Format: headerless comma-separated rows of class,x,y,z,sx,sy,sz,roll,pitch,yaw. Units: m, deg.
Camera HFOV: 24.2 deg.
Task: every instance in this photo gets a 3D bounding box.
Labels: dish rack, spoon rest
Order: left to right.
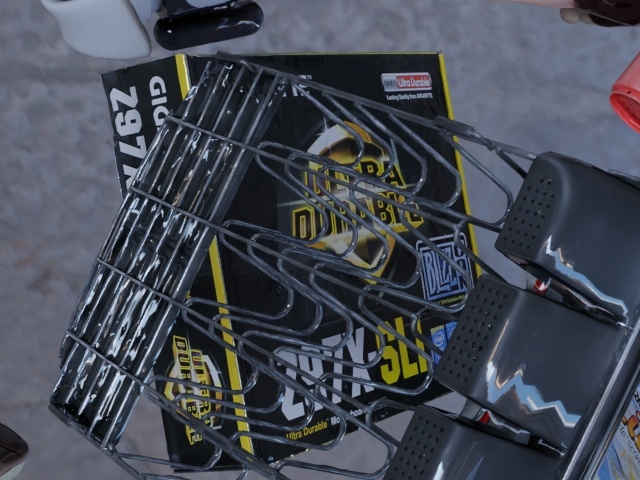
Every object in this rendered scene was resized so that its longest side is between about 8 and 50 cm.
spoon rest,-0.144,-0.226,1.064,0.084,0.276,0.137,-12,130,18
dish rack,-0.004,0.034,0.610,0.074,0.271,0.208,28,87,-41

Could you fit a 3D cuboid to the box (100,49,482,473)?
box,0.000,0.000,1.031,0.322,0.079,0.257,-10,92,-56

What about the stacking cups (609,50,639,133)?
stacking cups,0.349,-0.212,1.171,0.316,0.096,0.096,-50,131,-12

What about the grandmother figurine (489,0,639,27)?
grandmother figurine,0.254,-0.251,1.430,0.208,0.342,0.104,30,79,-75

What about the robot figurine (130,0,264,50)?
robot figurine,-0.113,-0.302,1.398,0.278,0.173,0.209,-17,86,-13

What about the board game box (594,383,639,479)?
board game box,0.252,0.180,1.124,0.035,0.201,0.136,-18,162,-22

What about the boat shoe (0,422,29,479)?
boat shoe,-0.367,0.240,1.397,0.095,0.095,0.257,-57,162,13
